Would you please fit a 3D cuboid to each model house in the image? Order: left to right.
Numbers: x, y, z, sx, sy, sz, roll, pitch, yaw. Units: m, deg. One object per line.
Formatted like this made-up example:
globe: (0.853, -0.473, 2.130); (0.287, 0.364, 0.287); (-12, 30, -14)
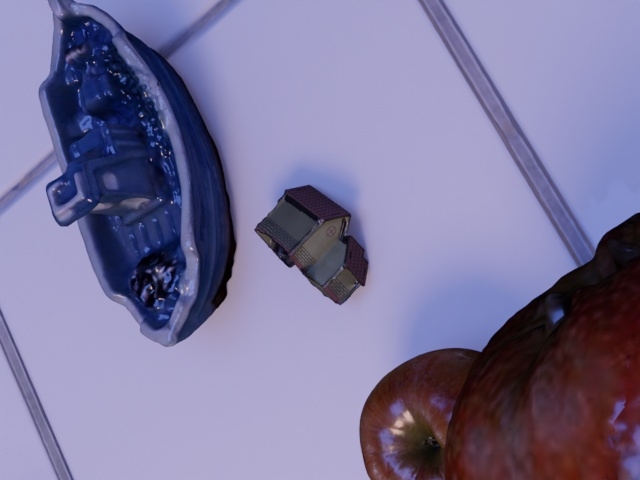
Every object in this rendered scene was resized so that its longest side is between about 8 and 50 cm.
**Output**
model house: (0.000, 0.000, 1.056); (0.058, 0.057, 0.083); (-46, 41, -7)

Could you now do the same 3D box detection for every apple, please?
apple: (0.092, 0.133, 0.954); (0.126, 0.102, 0.126); (2, 93, 32)

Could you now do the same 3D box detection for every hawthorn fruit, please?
hawthorn fruit: (0.233, 0.161, 0.771); (0.285, 0.285, 0.369); (-26, 85, 28)

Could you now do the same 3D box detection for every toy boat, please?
toy boat: (-0.159, -0.060, 1.102); (0.129, 0.142, 0.309); (-28, 73, 30)
